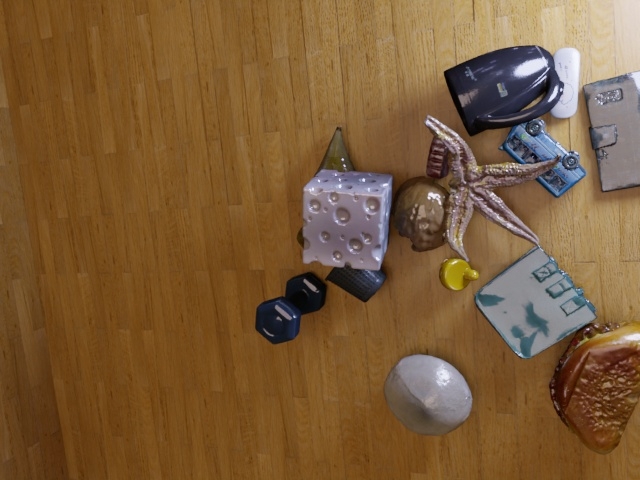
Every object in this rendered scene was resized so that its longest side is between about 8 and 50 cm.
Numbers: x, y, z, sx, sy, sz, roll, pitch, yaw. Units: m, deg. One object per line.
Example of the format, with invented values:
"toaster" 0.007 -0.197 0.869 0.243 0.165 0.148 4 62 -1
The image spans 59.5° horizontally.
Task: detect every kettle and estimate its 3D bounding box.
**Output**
"kettle" 0.531 -0.424 1.590 0.290 0.207 0.268 -21 54 13

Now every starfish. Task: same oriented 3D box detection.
"starfish" 0.469 -0.141 1.621 0.384 0.132 0.398 8 102 11

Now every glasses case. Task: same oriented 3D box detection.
"glasses case" 0.701 -0.451 1.609 0.076 0.049 0.197 4 100 21

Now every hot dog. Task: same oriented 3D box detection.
"hot dog" 0.804 0.404 1.635 0.223 0.185 0.405 19 106 16

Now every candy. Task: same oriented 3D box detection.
"candy" 0.349 0.514 1.846 0.295 0.185 0.295 6 107 21

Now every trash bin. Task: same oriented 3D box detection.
"trash bin" 0.130 0.115 1.888 0.161 0.175 0.175 39 111 1

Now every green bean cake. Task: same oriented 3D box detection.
"green bean cake" 0.370 -0.262 1.731 0.056 0.135 0.135 16 106 20

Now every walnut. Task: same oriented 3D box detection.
"walnut" 0.312 -0.081 1.760 0.204 0.141 0.238 -37 80 50

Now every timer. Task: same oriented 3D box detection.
"timer" 0.435 0.110 1.781 0.107 0.109 0.107 -2 97 -20

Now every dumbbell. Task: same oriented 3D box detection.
"dumbbell" -0.094 0.223 1.906 0.156 0.316 0.143 41 116 5

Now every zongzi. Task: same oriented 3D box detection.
"zongzi" 0.103 -0.226 1.876 0.228 0.115 0.256 24 95 10

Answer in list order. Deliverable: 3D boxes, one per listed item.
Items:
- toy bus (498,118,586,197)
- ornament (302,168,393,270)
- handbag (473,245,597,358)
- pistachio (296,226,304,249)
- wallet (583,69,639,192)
"toy bus" 0.647 -0.247 1.632 0.246 0.113 0.134 45 118 8
"ornament" 0.086 -0.070 1.721 0.239 0.239 0.240 6 112 13
"handbag" 0.652 0.193 1.717 0.274 0.100 0.269 -44 77 22
"pistachio" 0.002 -0.002 1.946 0.189 0.100 0.110 26 111 18
"wallet" 0.851 -0.303 1.575 0.169 0.044 0.317 -10 94 25
